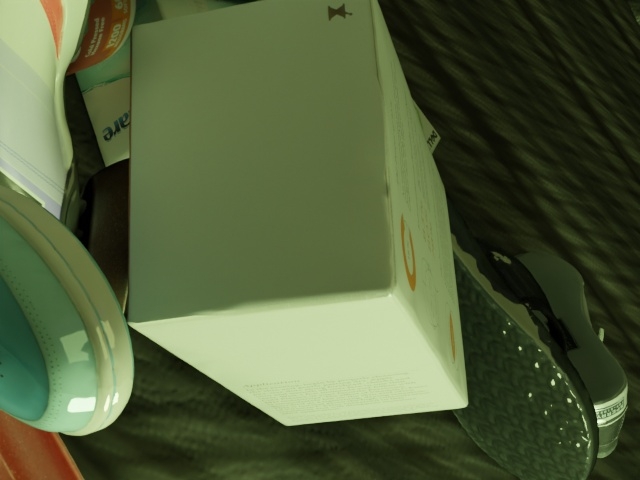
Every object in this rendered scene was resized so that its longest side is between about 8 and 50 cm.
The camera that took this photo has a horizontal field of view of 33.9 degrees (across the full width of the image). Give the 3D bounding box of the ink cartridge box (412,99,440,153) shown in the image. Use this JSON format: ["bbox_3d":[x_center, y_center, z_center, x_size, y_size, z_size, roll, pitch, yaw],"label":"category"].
[{"bbox_3d":[0.077,-0.121,1.217,0.209,0.062,0.109,53,34,-14],"label":"ink cartridge box"}]

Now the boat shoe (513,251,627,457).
[{"bbox_3d":[0.290,0.131,1.265,0.306,0.113,0.104,-112,-171,-55],"label":"boat shoe"}]

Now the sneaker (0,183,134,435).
[{"bbox_3d":[-0.265,0.025,0.539,0.319,0.127,0.208,32,32,24],"label":"sneaker"}]

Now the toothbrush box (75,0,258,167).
[{"bbox_3d":[-0.120,-0.213,0.961,0.216,0.126,0.295,-7,71,-52],"label":"toothbrush box"}]

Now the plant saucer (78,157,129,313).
[{"bbox_3d":[-0.158,0.022,0.734,0.029,0.168,0.168,10,55,-18],"label":"plant saucer"}]

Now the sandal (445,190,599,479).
[{"bbox_3d":[0.170,0.062,1.101,0.107,0.168,0.445,-35,95,-37],"label":"sandal"}]

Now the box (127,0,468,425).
[{"bbox_3d":[0.000,0.000,0.795,0.345,0.168,0.214,55,29,-65],"label":"box"}]

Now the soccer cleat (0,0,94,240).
[{"bbox_3d":[-0.214,-0.081,0.661,0.117,0.318,0.109,-9,33,-35],"label":"soccer cleat"}]

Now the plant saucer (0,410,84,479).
[{"bbox_3d":[-0.241,0.185,0.593,0.259,0.048,0.258,60,34,-1],"label":"plant saucer"}]

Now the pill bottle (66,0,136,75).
[{"bbox_3d":[-0.242,-0.165,0.772,0.121,0.121,0.216,57,34,-7],"label":"pill bottle"}]
